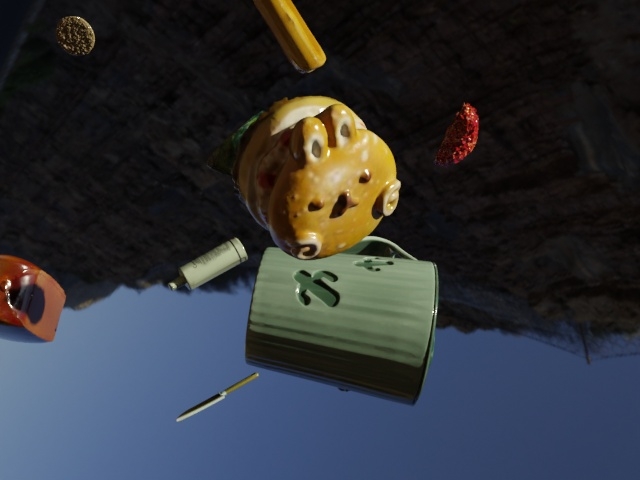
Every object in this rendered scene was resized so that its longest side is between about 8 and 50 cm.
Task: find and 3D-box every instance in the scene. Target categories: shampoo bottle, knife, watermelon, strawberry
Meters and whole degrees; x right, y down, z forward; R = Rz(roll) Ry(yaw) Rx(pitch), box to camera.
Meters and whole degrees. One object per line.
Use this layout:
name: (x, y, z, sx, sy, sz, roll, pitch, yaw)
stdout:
shampoo bottle: (-0.365, 0.086, 2.118, 0.262, 0.085, 0.085, -30, -164, -17)
knife: (-0.370, 0.564, 2.402, 0.343, 0.027, 0.061, -25, -171, -25)
watermelon: (-0.219, -0.277, 1.855, 0.202, 0.136, 0.207, 31, -81, 59)
strawberry: (0.333, -0.243, 1.580, 0.121, 0.082, 0.188, -61, 176, -25)

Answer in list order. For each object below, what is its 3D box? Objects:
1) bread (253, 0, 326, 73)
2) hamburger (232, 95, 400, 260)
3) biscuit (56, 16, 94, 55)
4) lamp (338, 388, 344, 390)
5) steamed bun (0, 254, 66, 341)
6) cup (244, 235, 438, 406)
bread: (-0.079, -0.488, 1.499, 0.074, 0.239, 0.092, -27, -167, 28)
hamburger: (0.005, -0.110, 1.111, 0.261, 0.303, 0.186, -20, -139, -23)
biscuit: (-0.738, -0.615, 1.995, 0.120, 0.120, 0.015, -38, -159, 22)
lamp: (0.052, 0.299, 1.925, 0.203, 0.283, 0.124, -6, -161, -7)
steamed bun: (-0.973, 0.183, 2.063, 0.379, 0.248, 0.235, 102, -2, -71)
cup: (0.056, 0.163, 1.474, 0.401, 0.392, 0.310, -71, 171, -79)
